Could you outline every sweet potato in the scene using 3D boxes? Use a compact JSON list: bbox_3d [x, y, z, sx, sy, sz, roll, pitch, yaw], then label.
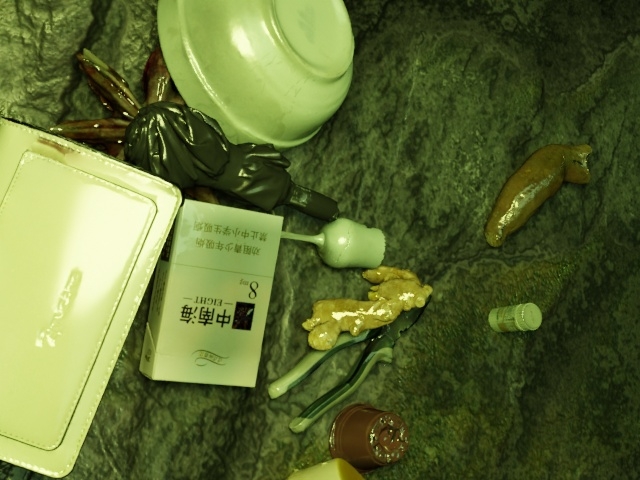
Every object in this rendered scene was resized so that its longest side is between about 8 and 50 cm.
[{"bbox_3d":[0.391,-0.091,1.548,0.286,0.085,0.112,-43,108,-29],"label":"sweet potato"}]

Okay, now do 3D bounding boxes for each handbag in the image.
[{"bbox_3d":[-0.334,0.066,1.017,0.236,0.160,0.359,23,81,-13],"label":"handbag"}]

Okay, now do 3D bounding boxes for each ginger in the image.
[{"bbox_3d":[0.074,0.092,1.306,0.193,0.176,0.053,-67,146,-49],"label":"ginger"}]

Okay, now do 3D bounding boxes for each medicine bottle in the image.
[{"bbox_3d":[0.329,0.132,1.472,0.047,0.083,0.047,6,79,-30],"label":"medicine bottle"}]

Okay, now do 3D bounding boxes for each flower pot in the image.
[{"bbox_3d":[0.081,0.296,1.292,0.111,0.089,0.111,6,78,-30],"label":"flower pot"}]

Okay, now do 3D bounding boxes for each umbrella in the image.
[{"bbox_3d":[-0.106,-0.089,1.167,0.340,0.118,0.118,23,70,-37],"label":"umbrella"}]

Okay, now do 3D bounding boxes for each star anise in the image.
[{"bbox_3d":[-0.230,-0.149,1.189,0.288,0.088,0.288,-3,96,-31],"label":"star anise"}]

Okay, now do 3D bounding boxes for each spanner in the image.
[{"bbox_3d":[0.060,0.169,1.332,0.325,0.040,0.096,-36,99,-29],"label":"spanner"}]

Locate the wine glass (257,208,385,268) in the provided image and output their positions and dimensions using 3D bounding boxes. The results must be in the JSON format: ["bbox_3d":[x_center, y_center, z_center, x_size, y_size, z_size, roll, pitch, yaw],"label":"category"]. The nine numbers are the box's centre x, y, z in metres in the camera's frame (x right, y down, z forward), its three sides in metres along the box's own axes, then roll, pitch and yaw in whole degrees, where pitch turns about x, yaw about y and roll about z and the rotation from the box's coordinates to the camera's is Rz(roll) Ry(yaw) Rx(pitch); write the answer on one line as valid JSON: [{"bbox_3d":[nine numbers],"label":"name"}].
[{"bbox_3d":[0.000,0.000,1.304,0.195,0.079,0.079,9,77,-29],"label":"wine glass"}]

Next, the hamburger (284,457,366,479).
[{"bbox_3d":[0.033,0.440,1.157,0.227,0.151,0.295,42,14,-54],"label":"hamburger"}]

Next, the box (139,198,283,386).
[{"bbox_3d":[-0.148,0.072,1.183,0.155,0.067,0.243,11,90,-28],"label":"box"}]

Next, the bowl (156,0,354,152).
[{"bbox_3d":[-0.066,-0.284,1.224,0.307,0.163,0.307,17,66,-44],"label":"bowl"}]
